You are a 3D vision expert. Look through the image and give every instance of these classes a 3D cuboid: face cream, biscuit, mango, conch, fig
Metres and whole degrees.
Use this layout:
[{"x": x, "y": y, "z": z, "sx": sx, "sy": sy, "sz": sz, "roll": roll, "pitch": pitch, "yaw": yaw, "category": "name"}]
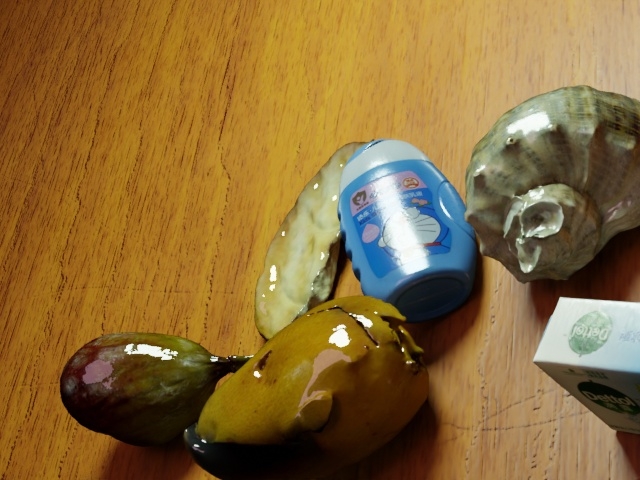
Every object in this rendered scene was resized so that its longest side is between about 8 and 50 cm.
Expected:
[{"x": 0.096, "y": -0.024, "z": 1.595, "sx": 0.149, "sy": 0.083, "sz": 0.264, "roll": -19, "pitch": 44, "yaw": 1, "category": "face cream"}, {"x": -0.003, "y": 0.001, "z": 1.750, "sx": 0.154, "sy": 0.045, "sz": 0.299, "roll": 17, "pitch": 72, "yaw": 54, "category": "biscuit"}, {"x": -0.009, "y": 0.169, "z": 1.491, "sx": 0.287, "sy": 0.153, "sz": 0.201, "roll": -27, "pitch": 45, "yaw": 32, "category": "mango"}, {"x": 0.251, "y": -0.086, "z": 1.429, "sx": 0.210, "sy": 0.159, "sz": 0.291, "roll": -25, "pitch": 39, "yaw": 35, "category": "conch"}, {"x": -0.186, "y": 0.178, "z": 1.720, "sx": 0.274, "sy": 0.170, "sz": 0.145, "roll": -13, "pitch": 64, "yaw": 16, "category": "fig"}]

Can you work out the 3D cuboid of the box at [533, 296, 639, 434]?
[{"x": 0.306, "y": 0.117, "z": 1.181, "sx": 0.194, "sy": 0.139, "sz": 0.073, "roll": 2, "pitch": 60, "yaw": 51, "category": "box"}]
